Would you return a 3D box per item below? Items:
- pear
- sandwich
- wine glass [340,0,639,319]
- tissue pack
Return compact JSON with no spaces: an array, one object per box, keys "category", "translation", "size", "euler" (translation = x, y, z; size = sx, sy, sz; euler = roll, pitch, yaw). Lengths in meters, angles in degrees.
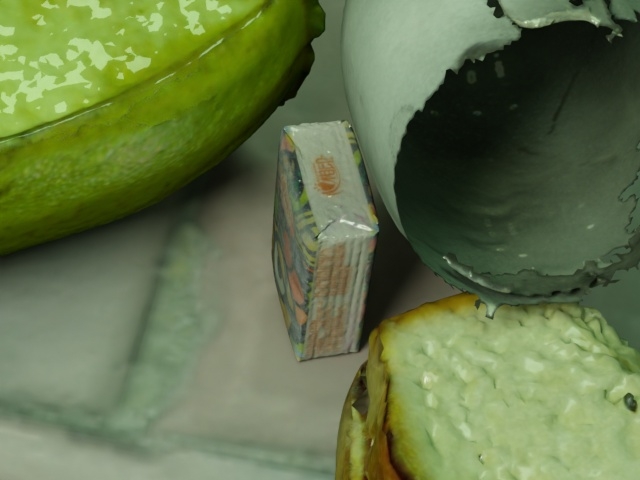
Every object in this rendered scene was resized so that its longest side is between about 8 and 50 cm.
[{"category":"pear","translation":[-0.164,-0.065,0.760],"size":[0.238,0.164,0.255],"euler":[39,61,13]},{"category":"sandwich","translation":[0.152,0.113,0.682],"size":[0.273,0.095,0.249],"euler":[-10,52,-15]},{"category":"wine glass","translation":[0.064,-0.107,0.778],"size":[0.143,0.143,0.321],"euler":[0,37,-6]},{"category":"tissue pack","translation":[0.000,0.000,0.765],"size":[0.035,0.083,0.063],"euler":[-6,52,-9]}]
